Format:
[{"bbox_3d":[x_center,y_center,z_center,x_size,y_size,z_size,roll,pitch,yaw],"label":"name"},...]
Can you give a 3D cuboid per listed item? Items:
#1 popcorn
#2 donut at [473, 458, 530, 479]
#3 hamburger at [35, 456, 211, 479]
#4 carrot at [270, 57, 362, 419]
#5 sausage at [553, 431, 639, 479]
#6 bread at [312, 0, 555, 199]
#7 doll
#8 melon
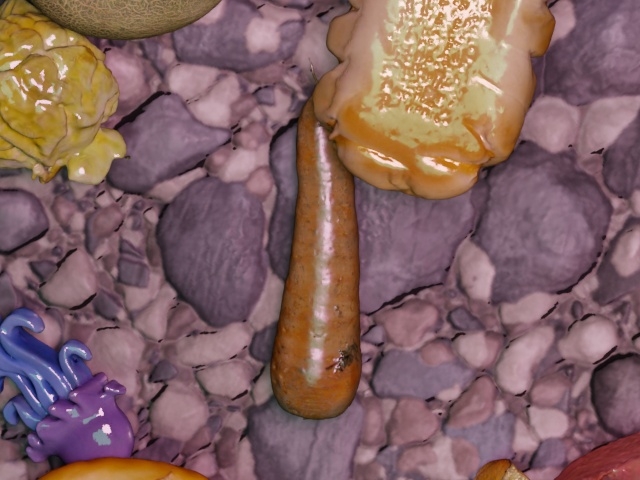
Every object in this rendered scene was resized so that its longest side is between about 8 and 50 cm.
[{"bbox_3d":[-0.229,-0.112,1.471,0.141,0.135,0.162,-19,95,-9],"label":"popcorn"},{"bbox_3d":[0.147,0.230,1.587,0.038,0.067,0.083,27,71,-22],"label":"donut"},{"bbox_3d":[-0.161,0.303,1.538,0.246,0.170,0.246,1,129,1],"label":"hamburger"},{"bbox_3d":[0.000,0.000,1.529,0.078,0.078,0.298,2,101,2],"label":"carrot"},{"bbox_3d":[0.321,0.211,1.528,0.280,0.152,0.152,-22,103,10],"label":"sausage"},{"bbox_3d":[0.097,-0.187,1.441,0.173,0.121,0.311,18,105,0],"label":"bread"},{"bbox_3d":[-0.225,0.127,1.575,0.110,0.067,0.206,-42,89,26],"label":"doll"},{"bbox_3d":[-0.153,-0.221,1.424,0.192,0.139,0.139,-3,109,-33],"label":"melon"}]
